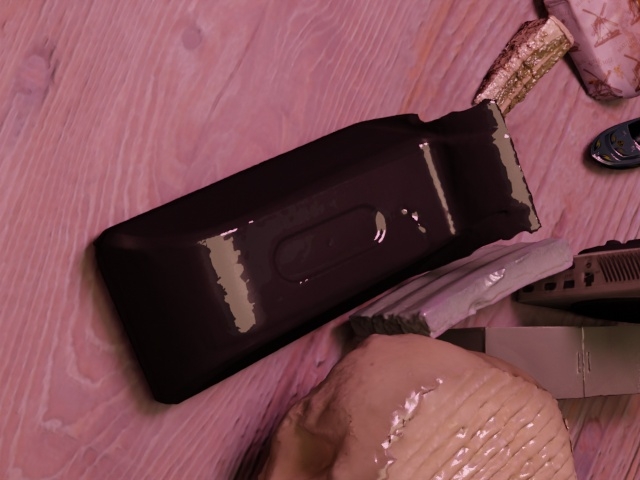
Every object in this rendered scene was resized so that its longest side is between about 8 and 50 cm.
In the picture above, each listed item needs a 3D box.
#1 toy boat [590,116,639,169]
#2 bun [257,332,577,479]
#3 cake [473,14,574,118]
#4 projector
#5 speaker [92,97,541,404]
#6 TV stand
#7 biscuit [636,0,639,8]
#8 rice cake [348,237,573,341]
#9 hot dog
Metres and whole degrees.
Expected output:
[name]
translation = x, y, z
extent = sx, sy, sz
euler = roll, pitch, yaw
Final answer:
[toy boat]
translation = 0.370, -0.115, 1.907
extent = 0.141, 0.060, 0.055
euler = -17, 70, -28
[bun]
translation = 0.087, 0.259, 1.588
extent = 0.360, 0.211, 0.359
euler = -2, 93, -42
[cake]
translation = 0.221, -0.193, 1.836
extent = 0.140, 0.055, 0.051
euler = -47, 112, -10
[projector]
translation = 0.388, 0.045, 1.776
extent = 0.259, 0.257, 0.079
euler = 8, 80, -33
[speaker]
translation = 0.000, 0.000, 1.571
extent = 0.388, 0.184, 0.180
euler = -27, 99, -32
[TV stand]
translation = 0.260, 0.133, 1.784
extent = 0.270, 0.088, 0.082
euler = 0, 84, -33
[biscuit]
translation = 0.387, -0.326, 1.959
extent = 0.133, 0.027, 0.184
euler = -5, 88, -31
[rice cake]
translation = 0.150, 0.048, 1.687
extent = 0.237, 0.127, 0.043
euler = -26, 103, -41
[hot dog]
translation = 0.324, -0.249, 1.884
extent = 0.108, 0.059, 0.191
euler = -32, 108, -5
